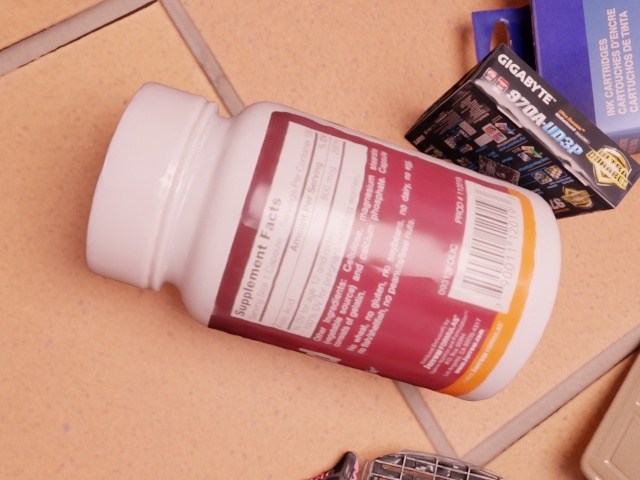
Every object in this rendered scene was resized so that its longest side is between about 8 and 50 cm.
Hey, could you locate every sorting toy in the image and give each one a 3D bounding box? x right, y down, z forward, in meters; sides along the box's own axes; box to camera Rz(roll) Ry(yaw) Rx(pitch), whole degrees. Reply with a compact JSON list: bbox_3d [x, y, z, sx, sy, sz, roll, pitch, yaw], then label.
[{"bbox_3d":[0.448,0.284,0.678,0.307,0.041,0.229,43,58,6],"label":"sorting toy"}]

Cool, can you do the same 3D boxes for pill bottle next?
[{"bbox_3d":[0.000,0.000,0.585,0.393,0.224,0.223,18,81,-7],"label":"pill bottle"}]

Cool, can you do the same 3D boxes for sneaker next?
[{"bbox_3d":[-0.005,0.273,0.647,0.057,0.047,0.119,36,78,8],"label":"sneaker"}]

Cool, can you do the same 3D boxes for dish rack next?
[{"bbox_3d":[0.105,0.367,0.641,0.209,0.074,0.271,17,79,-9],"label":"dish rack"}]

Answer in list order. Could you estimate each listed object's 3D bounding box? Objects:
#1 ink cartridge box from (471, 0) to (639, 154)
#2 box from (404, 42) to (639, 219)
[{"bbox_3d":[0.378,-0.237,0.659,0.396,0.151,0.269,-7,83,24],"label":"ink cartridge box"},{"bbox_3d":[0.194,-0.094,0.630,0.175,0.220,0.051,40,82,-3],"label":"box"}]
